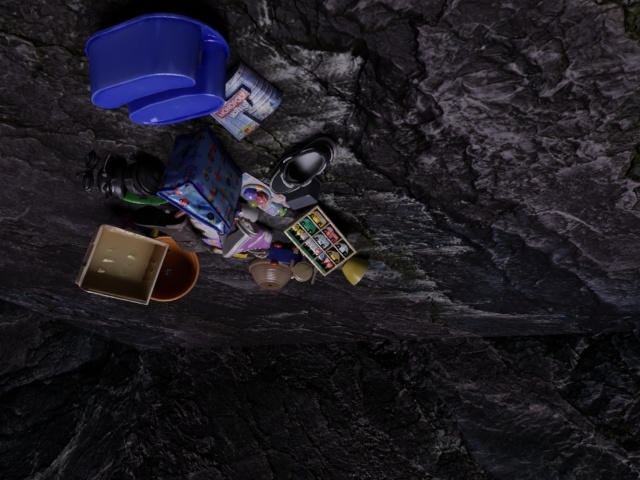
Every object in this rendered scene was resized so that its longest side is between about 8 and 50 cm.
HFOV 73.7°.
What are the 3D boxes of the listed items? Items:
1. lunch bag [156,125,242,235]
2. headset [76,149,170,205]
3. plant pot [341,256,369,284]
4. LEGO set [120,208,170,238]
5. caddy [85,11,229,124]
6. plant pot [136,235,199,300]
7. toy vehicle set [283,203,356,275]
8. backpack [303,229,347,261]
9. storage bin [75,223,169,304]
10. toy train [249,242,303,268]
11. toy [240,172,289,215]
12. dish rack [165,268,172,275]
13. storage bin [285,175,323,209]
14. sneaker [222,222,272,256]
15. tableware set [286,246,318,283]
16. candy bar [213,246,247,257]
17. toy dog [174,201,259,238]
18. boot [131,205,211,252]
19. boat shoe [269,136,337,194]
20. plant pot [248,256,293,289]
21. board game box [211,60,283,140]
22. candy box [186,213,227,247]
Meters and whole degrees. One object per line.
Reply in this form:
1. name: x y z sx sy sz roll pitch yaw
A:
1. lunch bag: -0.341 -0.172 1.365 0.138 0.221 0.293 -11 146 26
2. headset: -0.648 -0.180 1.437 0.243 0.185 0.394 -2 163 9
3. plant pot: 0.156 0.129 2.018 0.095 0.134 0.134 34 147 -4
4. LEGO set: -0.715 -0.060 1.769 0.227 0.093 0.087 -6 151 17
5. caddy: -0.376 -0.405 0.999 0.341 0.179 0.241 -6 174 21
6. plant pot: -0.710 0.138 1.977 0.290 0.291 0.203 11 167 -14
7. toy vehicle set: 0.000 0.000 1.683 0.166 0.035 0.267 -38 116 7
8. backpack: 0.023 0.017 1.792 0.181 0.152 0.115 7 148 -19
9. storage bin: -0.798 0.094 1.725 0.123 0.262 0.260 9 169 47
10. toy train: -0.200 0.072 1.982 0.247 0.105 0.143 10 170 7
11. toy: -0.225 -0.150 1.586 0.237 0.056 0.136 27 143 -37
12. dish rack: -0.890 0.218 2.343 0.271 0.074 0.208 1 151 7
13. storage bin: -0.067 -0.171 1.492 0.135 0.091 0.098 -16 147 30
14. sneaker: -0.314 0.020 1.874 0.161 0.102 0.282 19 148 -34
15. tableware set: -0.066 0.085 1.891 0.128 0.194 0.039 18 174 -13
16. candy bar: -0.430 0.059 2.045 0.161 0.018 0.040 14 147 -18
17. toy dog: -0.393 -0.103 1.565 0.161 0.220 0.333 -40 124 23
18. boot: -0.586 -0.027 1.688 0.262 0.091 0.229 9 150 16
19. boat shoe: -0.078 -0.223 1.360 0.114 0.091 0.302 45 133 -11
20. plant pot: -0.248 0.179 2.156 0.237 0.110 0.237 3 153 2
21. board game box: -0.236 -0.380 1.148 0.194 0.060 0.194 26 145 -38
22. candy box: -0.477 -0.060 1.742 0.164 0.070 0.196 15 152 1
